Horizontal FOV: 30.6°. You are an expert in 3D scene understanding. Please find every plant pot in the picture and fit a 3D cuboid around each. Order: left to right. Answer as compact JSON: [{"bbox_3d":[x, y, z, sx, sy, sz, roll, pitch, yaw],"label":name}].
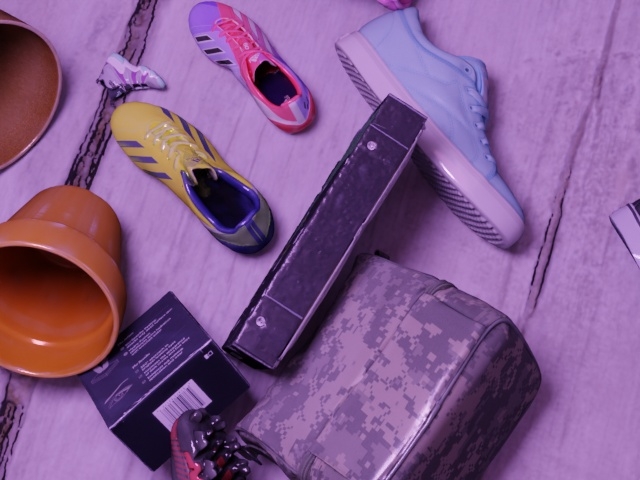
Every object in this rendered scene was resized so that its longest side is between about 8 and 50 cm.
[{"bbox_3d":[-0.517,-0.248,1.578,0.237,0.237,0.254,-44,59,-8],"label":"plant pot"},{"bbox_3d":[-0.330,0.033,1.451,0.205,0.205,0.188,-1,35,7],"label":"plant pot"}]

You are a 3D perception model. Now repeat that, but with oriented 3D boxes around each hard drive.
[{"bbox_3d":[0.000,0.000,1.403,0.064,0.237,0.339,32,80,-4],"label":"hard drive"}]

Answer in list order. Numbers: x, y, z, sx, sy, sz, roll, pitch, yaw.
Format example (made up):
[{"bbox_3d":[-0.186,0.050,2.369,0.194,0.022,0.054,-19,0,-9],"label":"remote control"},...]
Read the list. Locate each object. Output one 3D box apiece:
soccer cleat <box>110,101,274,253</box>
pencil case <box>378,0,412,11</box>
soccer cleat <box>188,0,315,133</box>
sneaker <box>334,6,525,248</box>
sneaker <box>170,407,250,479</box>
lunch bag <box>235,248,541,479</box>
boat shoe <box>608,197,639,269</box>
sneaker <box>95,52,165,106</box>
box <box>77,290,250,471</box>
[{"bbox_3d":[-0.169,-0.098,1.522,0.093,0.121,0.289,-45,72,-8],"label":"soccer cleat"},{"bbox_3d":[-0.044,-0.432,1.597,0.386,0.167,0.160,17,97,13],"label":"pencil case"},{"bbox_3d":[-0.095,-0.246,1.575,0.083,0.095,0.248,-38,72,-6],"label":"soccer cleat"},{"bbox_3d":[0.171,-0.162,1.494,0.150,0.135,0.366,-35,72,-1],"label":"sneaker"},{"bbox_3d":[-0.139,0.329,1.354,0.135,0.097,0.276,-11,102,23],"label":"sneaker"},{"bbox_3d":[0.070,0.176,1.357,0.256,0.212,0.305,29,76,35],"label":"lunch bag"},{"bbox_3d":[0.463,0.073,1.392,0.105,0.113,0.306,-30,61,12],"label":"boat shoe"},{"bbox_3d":[-0.267,-0.212,1.619,0.098,0.038,0.069,25,78,24],"label":"sneaker"},{"bbox_3d":[-0.192,0.167,1.415,0.156,0.093,0.158,-41,32,-7],"label":"box"}]
